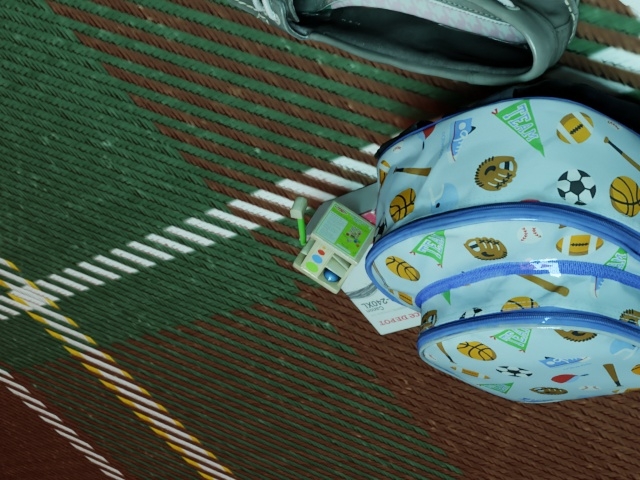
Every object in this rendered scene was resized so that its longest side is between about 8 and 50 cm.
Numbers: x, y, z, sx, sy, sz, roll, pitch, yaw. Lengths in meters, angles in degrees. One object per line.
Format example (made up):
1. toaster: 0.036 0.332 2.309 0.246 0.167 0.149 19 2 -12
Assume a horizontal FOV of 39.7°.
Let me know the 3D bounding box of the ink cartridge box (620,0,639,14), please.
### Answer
1. ink cartridge box: 0.202 -0.232 0.574 0.181 0.061 0.104 38 141 -8

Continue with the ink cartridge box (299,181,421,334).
1. ink cartridge box: 0.070 0.020 0.921 0.109 0.063 0.150 -21 118 43

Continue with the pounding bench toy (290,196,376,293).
1. pounding bench toy: 0.000 0.000 0.855 0.083 0.052 0.065 33 140 0

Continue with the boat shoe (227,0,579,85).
1. boat shoe: 0.030 -0.198 0.690 0.335 0.095 0.112 16 139 17

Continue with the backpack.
1. backpack: 0.168 0.009 0.703 0.263 0.213 0.276 30 144 -27
